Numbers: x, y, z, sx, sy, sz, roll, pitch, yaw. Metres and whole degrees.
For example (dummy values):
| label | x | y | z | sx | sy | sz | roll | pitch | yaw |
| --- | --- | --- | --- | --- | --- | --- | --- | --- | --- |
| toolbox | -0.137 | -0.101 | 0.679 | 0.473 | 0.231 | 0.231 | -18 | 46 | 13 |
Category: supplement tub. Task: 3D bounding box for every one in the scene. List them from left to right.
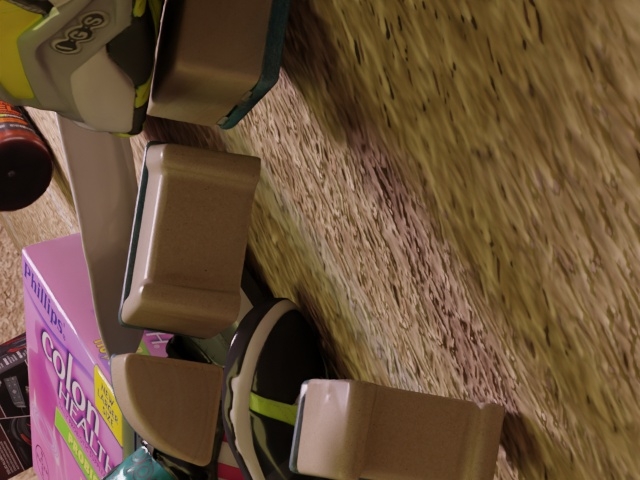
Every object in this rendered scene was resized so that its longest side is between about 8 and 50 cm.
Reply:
| label | x | y | z | sx | sy | sz | roll | pitch | yaw |
| --- | --- | --- | --- | --- | --- | --- | --- | --- | --- |
| supplement tub | -0.396 | -0.123 | 1.970 | 0.198 | 0.106 | 0.106 | 48 | 161 | 47 |

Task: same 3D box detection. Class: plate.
| label | x | y | z | sx | sy | sz | roll | pitch | yaw |
| --- | --- | --- | --- | --- | --- | --- | --- | --- | --- |
| plate | -0.154 | -0.075 | 1.104 | 0.278 | 0.045 | 0.277 | 99 | 159 | -70 |

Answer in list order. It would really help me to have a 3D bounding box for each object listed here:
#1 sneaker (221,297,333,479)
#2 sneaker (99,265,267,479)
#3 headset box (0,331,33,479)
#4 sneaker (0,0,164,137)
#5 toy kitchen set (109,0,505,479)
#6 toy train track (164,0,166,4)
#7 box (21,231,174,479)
| label | x | y | z | sx | sy | sz | roll | pitch | yaw |
| --- | --- | --- | --- | --- | --- | --- | --- | --- | --- |
| sneaker | 0.011 | 0.143 | 0.991 | 0.097 | 0.084 | 0.235 | 0 | 111 | 28 |
| sneaker | -0.096 | 0.140 | 1.129 | 0.124 | 0.178 | 0.296 | 39 | 153 | 60 |
| headset box | -0.310 | 0.166 | 1.786 | 0.110 | 0.293 | 0.218 | 64 | 168 | -8 |
| sneaker | -0.122 | -0.152 | 0.577 | 0.385 | 0.147 | 0.145 | 106 | 170 | -62 |
| toy kitchen set | 0.000 | 0.000 | 0.728 | 0.122 | 0.166 | 0.207 | 161 | 118 | -77 |
| toy train track | -0.079 | -0.141 | 0.865 | 0.048 | 0.014 | 0.083 | -125 | 18 | -61 |
| box | -0.146 | 0.146 | 1.328 | 0.213 | 0.117 | 0.243 | 49 | 144 | 44 |
